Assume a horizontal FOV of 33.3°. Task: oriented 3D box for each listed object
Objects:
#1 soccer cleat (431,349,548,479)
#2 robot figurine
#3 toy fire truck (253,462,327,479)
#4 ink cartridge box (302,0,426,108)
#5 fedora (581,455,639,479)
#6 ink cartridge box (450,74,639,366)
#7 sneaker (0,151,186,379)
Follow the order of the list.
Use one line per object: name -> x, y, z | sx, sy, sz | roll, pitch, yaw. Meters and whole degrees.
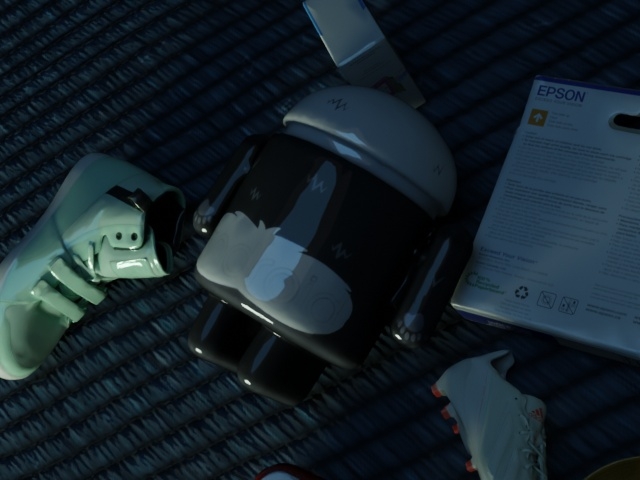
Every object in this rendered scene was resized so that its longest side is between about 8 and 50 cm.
soccer cleat -> 0.149, 0.160, 0.825 | 0.076, 0.068, 0.196 | -30, 41, 7
robot figurine -> 0.002, 0.001, 0.926 | 0.209, 0.173, 0.278 | 31, 85, -10
toy fire truck -> -0.017, 0.332, 0.818 | 0.254, 0.169, 0.302 | 22, 82, 13
ink cartridge box -> 0.043, -0.175, 1.003 | 0.052, 0.122, 0.088 | -31, 60, 8
fedora -> 0.232, 0.245, 0.759 | 0.194, 0.079, 0.194 | -10, 66, 24
ink cartridge box -> 0.246, -0.015, 0.878 | 0.223, 0.045, 0.224 | 16, 77, 31
sneaker -> -0.233, 0.036, 1.070 | 0.151, 0.094, 0.256 | 18, 77, 38
